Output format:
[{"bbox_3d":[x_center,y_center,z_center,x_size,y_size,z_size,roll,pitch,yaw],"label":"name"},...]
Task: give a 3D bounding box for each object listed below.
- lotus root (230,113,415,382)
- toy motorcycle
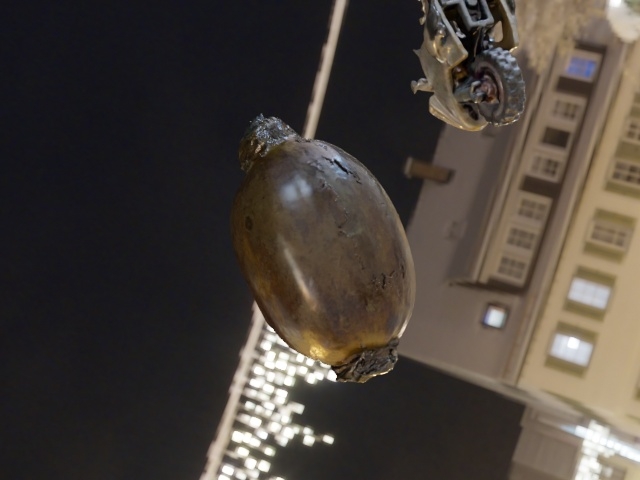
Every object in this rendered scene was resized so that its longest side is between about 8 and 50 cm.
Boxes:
[{"bbox_3d":[0.000,0.000,0.800,0.120,0.120,0.209,6,-124,-65],"label":"lotus root"},{"bbox_3d":[0.124,-0.199,1.080,0.094,0.229,0.130,-16,-17,-16],"label":"toy motorcycle"}]
